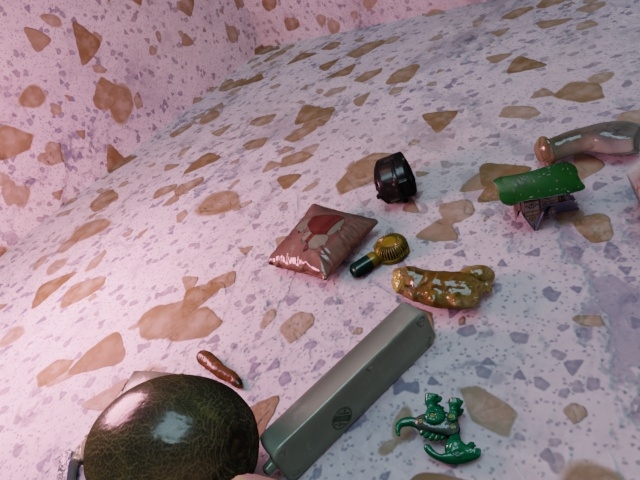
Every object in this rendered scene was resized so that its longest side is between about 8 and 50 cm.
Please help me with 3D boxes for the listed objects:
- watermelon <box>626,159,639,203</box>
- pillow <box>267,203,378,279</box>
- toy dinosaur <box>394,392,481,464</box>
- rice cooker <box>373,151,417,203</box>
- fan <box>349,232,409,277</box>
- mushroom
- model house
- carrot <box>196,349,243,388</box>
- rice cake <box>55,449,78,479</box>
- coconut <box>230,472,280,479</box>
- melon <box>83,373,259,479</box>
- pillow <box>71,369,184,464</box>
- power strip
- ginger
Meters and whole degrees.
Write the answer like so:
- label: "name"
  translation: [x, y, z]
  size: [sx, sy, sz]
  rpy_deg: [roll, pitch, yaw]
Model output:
- label: "watermelon"
  translation: [0.654, -0.053, 0.826]
  size: [0.319, 0.289, 0.214]
  rpy_deg: [34, 95, 38]
- label: "pillow"
  translation: [0.000, 0.000, 1.253]
  size: [0.223, 0.084, 0.236]
  rpy_deg: [12, 51, 39]
- label: "toy dinosaur"
  translation: [0.182, 0.296, 0.776]
  size: [0.132, 0.059, 0.096]
  rpy_deg: [0, 47, 20]
- label: "rice cooker"
  translation: [0.198, -0.166, 1.324]
  size: [0.106, 0.112, 0.165]
  rpy_deg: [-15, 33, 23]
- label: "fan"
  translation: [0.135, 0.036, 1.160]
  size: [0.155, 0.039, 0.082]
  rpy_deg: [-32, 35, -9]
- label: "mushroom"
  translation: [0.622, -0.228, 1.166]
  size: [0.223, 0.081, 0.092]
  rpy_deg: [-1, 64, 29]
- label: "model house"
  translation: [0.472, -0.089, 1.071]
  size: [0.166, 0.088, 0.117]
  rpy_deg: [-14, 36, 14]
- label: "carrot"
  translation: [-0.218, 0.278, 1.068]
  size: [0.165, 0.036, 0.035]
  rpy_deg: [21, 55, 44]
- label: "rice cake"
  translation: [-0.499, 0.485, 0.960]
  size: [0.030, 0.042, 0.180]
  rpy_deg: [-28, 34, 0]
- label: "coconut"
  translation: [-0.067, 0.429, 0.528]
  size: [0.352, 0.353, 0.353]
  rpy_deg: [-17, 35, 12]
- label: "melon"
  translation: [-0.246, 0.342, 0.819]
  size: [0.301, 0.238, 0.238]
  rpy_deg: [-15, 35, 30]
- label: "pillow"
  translation: [-0.403, 0.370, 1.050]
  size: [0.148, 0.050, 0.230]
  rpy_deg: [1, 42, 23]
- label: "power strip"
  translation: [0.048, 0.262, 0.871]
  size: [0.385, 0.091, 0.062]
  rpy_deg: [-39, 35, -18]
- label: "ginger"
  translation: [0.241, 0.098, 0.977]
  size: [0.205, 0.081, 0.115]
  rpy_deg: [-7, 51, 15]
